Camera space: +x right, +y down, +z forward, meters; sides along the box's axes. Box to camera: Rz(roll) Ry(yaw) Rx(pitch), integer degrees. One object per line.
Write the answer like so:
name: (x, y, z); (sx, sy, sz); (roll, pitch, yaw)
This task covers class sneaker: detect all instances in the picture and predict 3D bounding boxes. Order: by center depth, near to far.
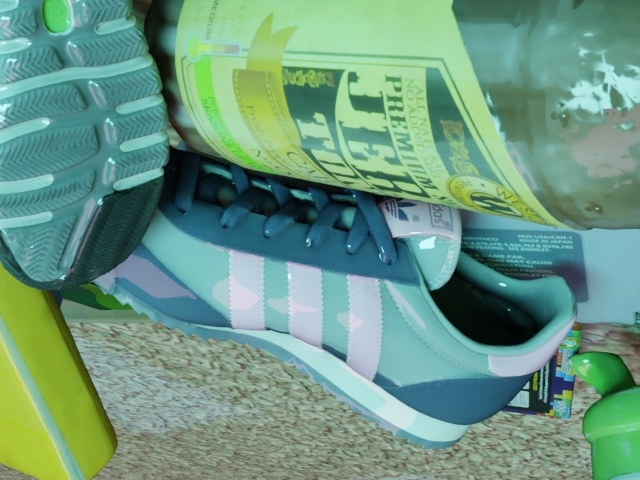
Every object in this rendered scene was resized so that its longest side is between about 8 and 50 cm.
sneaker: (-0.126, -0.100, 0.475); (0.086, 0.132, 0.229); (-13, 126, -23)
sneaker: (0.000, 0.000, 0.592); (0.319, 0.112, 0.131); (28, 127, -28)

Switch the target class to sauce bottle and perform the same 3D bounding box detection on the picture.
sauce bottle: (0.068, -0.063, 0.389); (0.111, 0.111, 0.344); (34, 167, -39)

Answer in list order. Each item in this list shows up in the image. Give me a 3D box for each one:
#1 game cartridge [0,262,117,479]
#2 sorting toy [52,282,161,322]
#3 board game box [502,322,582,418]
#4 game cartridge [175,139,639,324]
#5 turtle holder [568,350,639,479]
game cartridge: (-0.270, -0.021, 0.611); (0.285, 0.053, 0.324); (13, 131, 31)
sorting toy: (-0.197, 0.017, 0.865); (0.307, 0.041, 0.229); (-2, 152, 26)
board game box: (0.133, 0.086, 0.868); (0.141, 0.048, 0.170); (7, 155, 13)
game cartridge: (0.066, -0.013, 0.685); (0.297, 0.062, 0.198); (2, 149, 18)
turtle holder: (0.328, 0.182, 0.758); (0.243, 0.228, 0.320); (-15, 161, 30)
